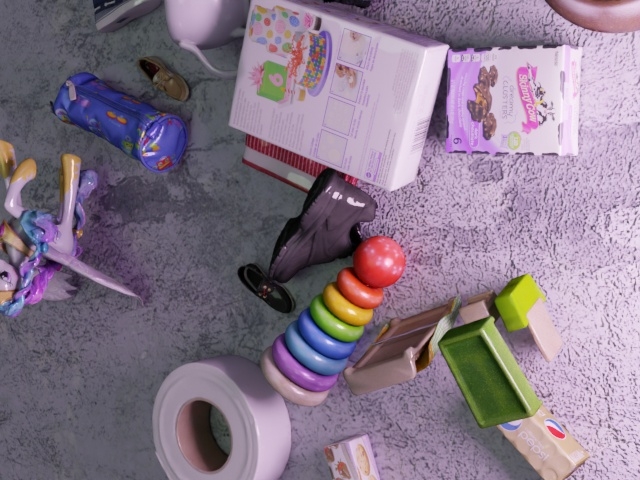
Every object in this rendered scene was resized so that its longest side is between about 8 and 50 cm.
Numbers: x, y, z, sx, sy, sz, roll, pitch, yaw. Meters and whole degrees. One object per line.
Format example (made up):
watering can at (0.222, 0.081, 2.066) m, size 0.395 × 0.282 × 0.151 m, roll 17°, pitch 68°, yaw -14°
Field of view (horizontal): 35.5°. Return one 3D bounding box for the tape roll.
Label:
tape roll at (-0.196, 0.369, 1.943) m, size 0.286 × 0.100 × 0.286 m, roll 5°, pitch 98°, yaw 36°

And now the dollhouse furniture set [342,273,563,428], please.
dollhouse furniture set at (0.211, 0.194, 1.581) m, size 0.301 × 0.197 × 0.151 m, roll -24°, pitch 100°, yaw 40°

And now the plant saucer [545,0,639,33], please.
plant saucer at (0.427, -0.455, 1.428) m, size 0.310 × 0.050 × 0.311 m, roll 4°, pitch 97°, yaw 35°

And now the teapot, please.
teapot at (-0.172, -0.454, 1.787) m, size 0.187 × 0.252 × 0.256 m, roll 3°, pitch 123°, yaw 1°

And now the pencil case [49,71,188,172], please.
pencil case at (-0.410, -0.246, 2.022) m, size 0.306 × 0.133 × 0.119 m, roll 28°, pitch 78°, yaw 30°

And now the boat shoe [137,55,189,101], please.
boat shoe at (-0.317, -0.321, 1.996) m, size 0.135 × 0.045 × 0.050 m, roll 40°, pitch 117°, yaw 27°

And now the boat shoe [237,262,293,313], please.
boat shoe at (-0.105, 0.093, 1.883) m, size 0.133 × 0.042 × 0.049 m, roll 42°, pitch 115°, yaw 24°

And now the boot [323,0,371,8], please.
boot at (0.091, -0.486, 1.642) m, size 0.246 × 0.094 × 0.207 m, roll 14°, pitch 99°, yaw 42°

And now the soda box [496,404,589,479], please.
soda box at (0.330, 0.294, 1.568) m, size 0.181 × 0.058 × 0.061 m, roll 49°, pitch 120°, yaw 23°

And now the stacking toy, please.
stacking toy at (0.037, 0.131, 1.735) m, size 0.141 × 0.141 × 0.330 m, roll 47°, pitch 114°, yaw 23°

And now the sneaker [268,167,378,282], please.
sneaker at (0.000, 0.000, 1.753) m, size 0.130 × 0.109 × 0.286 m, roll 26°, pitch 140°, yaw -11°

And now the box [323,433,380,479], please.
box at (0.087, 0.507, 1.766) m, size 0.063 × 0.067 × 0.324 m, roll -20°, pitch 82°, yaw 36°

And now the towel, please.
towel at (-0.010, -0.241, 1.741) m, size 0.237 × 0.037 × 0.329 m, roll 27°, pitch 116°, yaw 22°

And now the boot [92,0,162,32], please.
boot at (-0.400, -0.492, 2.025) m, size 0.190 × 0.069 × 0.086 m, roll -15°, pitch 88°, yaw 38°

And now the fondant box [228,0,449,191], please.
fondant box at (0.022, -0.252, 1.640) m, size 0.330 × 0.096 × 0.238 m, roll 24°, pitch 116°, yaw 23°

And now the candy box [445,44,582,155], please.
candy box at (0.295, -0.214, 1.535) m, size 0.196 × 0.070 × 0.165 m, roll 5°, pitch 97°, yaw 37°

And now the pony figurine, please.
pony figurine at (-0.560, 0.008, 2.064) m, size 0.302 × 0.351 × 0.364 m, roll -6°, pitch 72°, yaw 33°
